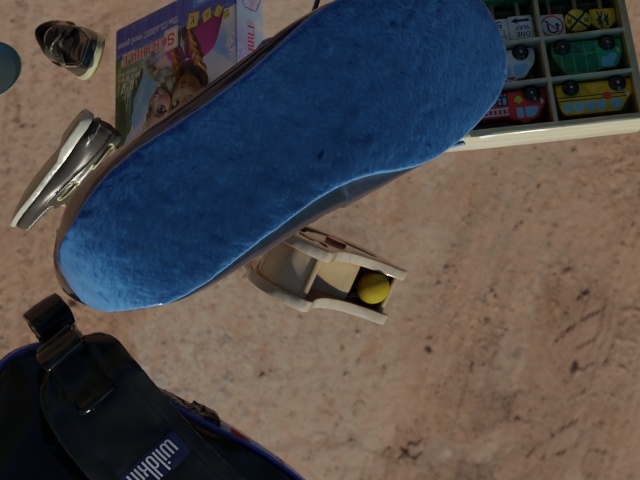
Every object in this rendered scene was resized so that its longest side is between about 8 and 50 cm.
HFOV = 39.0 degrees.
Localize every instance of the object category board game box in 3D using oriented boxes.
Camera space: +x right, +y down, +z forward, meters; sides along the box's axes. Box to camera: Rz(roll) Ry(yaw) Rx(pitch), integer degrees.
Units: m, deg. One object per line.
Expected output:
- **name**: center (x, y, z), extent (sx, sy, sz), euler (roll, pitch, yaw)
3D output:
- **board game box**: center (-0.225, -0.244, 1.511), extent (0.066, 0.318, 0.318), euler (10, 72, -47)

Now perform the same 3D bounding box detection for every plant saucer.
- **plant saucer**: center (-0.563, -0.284, 1.532), extent (0.119, 0.119, 0.021), euler (-33, 159, -13)

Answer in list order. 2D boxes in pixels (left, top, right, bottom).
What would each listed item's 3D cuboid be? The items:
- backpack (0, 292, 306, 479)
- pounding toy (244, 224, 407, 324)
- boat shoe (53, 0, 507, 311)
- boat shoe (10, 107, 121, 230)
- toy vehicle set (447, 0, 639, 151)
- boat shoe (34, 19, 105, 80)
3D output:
- **backpack**: center (-0.125, 0.214, 0.548), extent (0.263, 0.213, 0.276), euler (30, 75, -12)
- **pounding toy**: center (0.000, 0.000, 1.102), extent (0.269, 0.154, 0.155), euler (20, 98, -34)
- **boat shoe**: center (-0.021, -0.057, 0.442), extent (0.258, 0.089, 0.109), euler (-27, 97, -28)
- **boat shoe**: center (-0.383, -0.091, 1.347), extent (0.068, 0.081, 0.228), euler (31, 115, -25)
- **toy vehicle set**: center (0.183, -0.179, 0.924), extent (0.266, 0.035, 0.166), euler (-6, 74, 1)
- **boat shoe**: center (-0.405, -0.309, 1.439), extent (0.073, 0.223, 0.080), euler (18, 97, -33)
